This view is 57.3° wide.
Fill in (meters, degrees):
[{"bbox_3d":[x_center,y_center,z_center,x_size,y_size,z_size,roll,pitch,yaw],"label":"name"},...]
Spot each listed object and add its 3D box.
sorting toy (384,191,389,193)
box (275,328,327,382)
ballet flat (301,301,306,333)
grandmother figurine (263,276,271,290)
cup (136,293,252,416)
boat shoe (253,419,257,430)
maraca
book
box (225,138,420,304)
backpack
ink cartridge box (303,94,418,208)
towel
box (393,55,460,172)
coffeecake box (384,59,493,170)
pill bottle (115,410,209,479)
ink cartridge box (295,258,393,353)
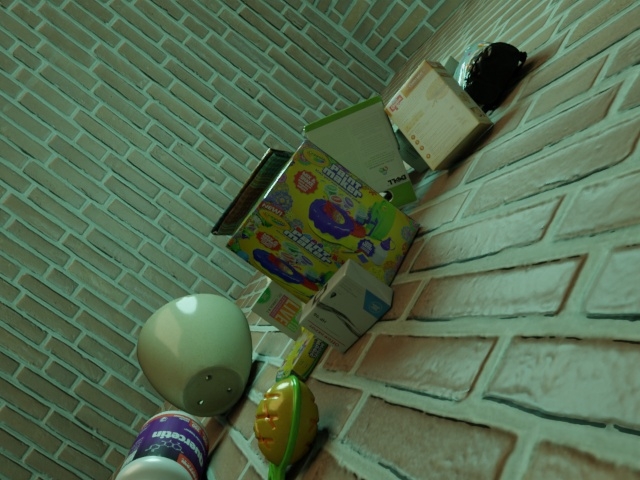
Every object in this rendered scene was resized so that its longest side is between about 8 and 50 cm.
[{"bbox_3d":[0.120,-0.149,1.553,0.257,0.089,0.255,-57,-18,-18],"label":"sorting toy"},{"bbox_3d":[-0.027,0.229,1.238,0.179,0.043,0.105,-54,8,-22],"label":"box"},{"bbox_3d":[0.000,0.123,1.400,0.231,0.077,0.077,-56,9,-17],"label":"ballet flat"},{"bbox_3d":[-0.153,0.153,2.066,0.207,0.104,0.342,-64,5,5],"label":"grandmother figurine"},{"bbox_3d":[-0.326,0.348,1.627,0.331,0.331,0.237,-52,34,7],"label":"cup"},{"bbox_3d":[-0.068,0.305,1.063,0.183,0.066,0.066,-44,11,48],"label":"boat shoe"},{"bbox_3d":[-0.058,0.305,0.924,0.127,0.099,0.185,-135,57,-78],"label":"maraca"},{"bbox_3d":[-0.087,0.171,1.444,0.096,0.144,0.035,-54,8,2],"label":"book"},{"bbox_3d":[-0.004,-0.010,1.228,0.177,0.290,0.279,-58,9,-29],"label":"box"},{"bbox_3d":[0.366,-0.376,1.305,0.152,0.115,0.182,-54,5,17],"label":"backpack"},{"bbox_3d":[0.097,-0.179,1.362,0.189,0.255,0.097,-21,4,11],"label":"ink cartridge box"},{"bbox_3d":[-0.080,-0.107,1.492,0.271,0.040,0.370,-51,-24,23],"label":"towel"},{"bbox_3d":[0.281,-0.306,1.437,0.232,0.127,0.149,-57,9,-24],"label":"box"},{"bbox_3d":[0.245,-0.264,1.240,0.068,0.185,0.142,-12,-29,-49],"label":"coffeecake box"},{"bbox_3d":[-0.363,0.538,1.340,0.181,0.182,0.323,-53,9,6],"label":"pill bottle"},{"bbox_3d":[0.036,0.133,1.068,0.180,0.104,0.060,-50,10,28],"label":"ink cartridge box"}]
